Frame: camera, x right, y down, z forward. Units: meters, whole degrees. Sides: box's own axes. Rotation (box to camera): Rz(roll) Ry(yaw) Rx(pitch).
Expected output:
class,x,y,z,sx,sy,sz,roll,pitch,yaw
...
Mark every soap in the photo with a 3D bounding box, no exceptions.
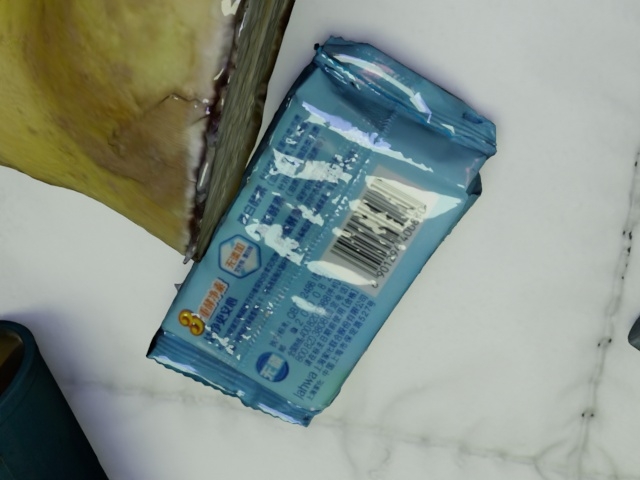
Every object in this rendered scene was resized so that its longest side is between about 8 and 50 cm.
class,x,y,z,sx,sy,sz,roll,pitch,yaw
soap,0.000,0.000,1.025,0.156,0.077,0.293,31,117,-5

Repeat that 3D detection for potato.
class,x,y,z,sx,sy,sz,roll,pitch,yaw
potato,-0.161,-0.159,0.815,0.296,0.397,0.289,16,87,1

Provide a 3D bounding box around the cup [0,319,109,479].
class,x,y,z,sx,sy,sz,roll,pitch,yaw
cup,-0.299,0.259,1.125,0.308,0.242,0.292,-19,114,16

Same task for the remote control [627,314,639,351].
class,x,y,z,sx,sy,sz,roll,pitch,yaw
remote control,0.411,0.142,1.041,0.378,0.044,0.107,34,121,-7
